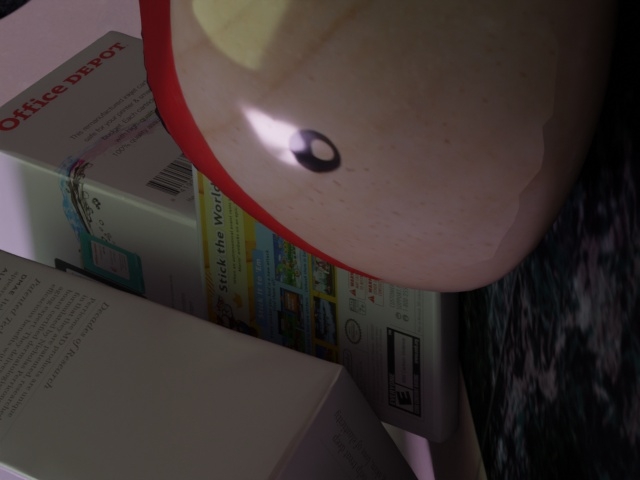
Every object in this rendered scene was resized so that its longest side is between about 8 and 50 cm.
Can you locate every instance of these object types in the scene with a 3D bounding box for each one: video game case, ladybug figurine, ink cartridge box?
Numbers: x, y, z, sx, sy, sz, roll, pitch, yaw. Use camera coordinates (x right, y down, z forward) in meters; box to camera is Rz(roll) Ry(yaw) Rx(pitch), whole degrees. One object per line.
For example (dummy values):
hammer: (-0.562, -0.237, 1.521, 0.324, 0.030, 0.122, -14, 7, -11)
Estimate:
video game case: (0.000, 0.000, 0.931, 0.206, 0.026, 0.227, 17, 122, 36)
ladybug figurine: (-0.001, -0.140, 0.673, 0.449, 0.161, 0.305, -119, 30, -69)
ink cartridge box: (-0.116, -0.017, 1.179, 0.198, 0.270, 0.197, -45, -34, -42)

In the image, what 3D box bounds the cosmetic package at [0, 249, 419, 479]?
cosmetic package: (-0.133, 0.151, 1.026, 0.156, 0.385, 0.217, -59, -36, -24)
